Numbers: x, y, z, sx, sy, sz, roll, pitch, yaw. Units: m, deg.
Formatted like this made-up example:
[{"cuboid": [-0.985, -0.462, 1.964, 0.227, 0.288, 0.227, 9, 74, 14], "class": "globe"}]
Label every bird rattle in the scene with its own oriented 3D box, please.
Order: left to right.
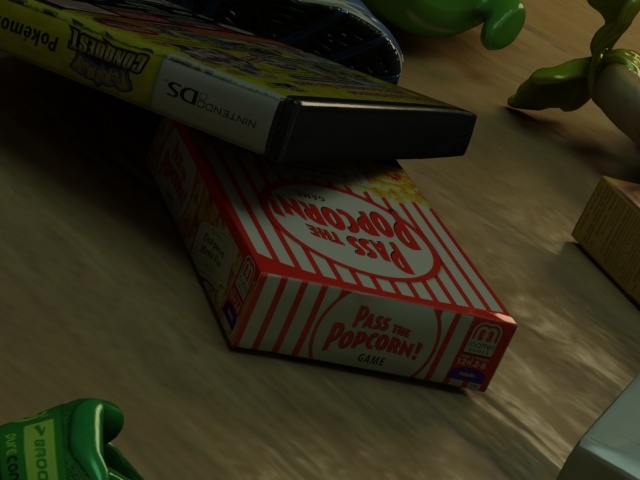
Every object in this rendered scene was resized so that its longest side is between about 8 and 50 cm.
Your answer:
[{"cuboid": [0.280, -0.093, 1.371, 0.254, 0.143, 0.207, 25, 23, -33], "class": "bird rattle"}]

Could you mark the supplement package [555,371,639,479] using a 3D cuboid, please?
[{"cuboid": [0.186, 0.132, 0.646, 0.194, 0.149, 0.203, 32, 35, 17], "class": "supplement package"}]

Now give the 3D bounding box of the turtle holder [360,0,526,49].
[{"cuboid": [0.080, -0.298, 1.441, 0.227, 0.243, 0.320, 19, 25, 36], "class": "turtle holder"}]

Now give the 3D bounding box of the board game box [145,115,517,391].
[{"cuboid": [0.000, 0.000, 0.939, 0.147, 0.045, 0.193, 12, 25, -26], "class": "board game box"}]

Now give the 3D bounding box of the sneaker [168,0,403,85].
[{"cuboid": [-0.033, -0.163, 1.248, 0.211, 0.080, 0.081, 37, 17, 5], "class": "sneaker"}]

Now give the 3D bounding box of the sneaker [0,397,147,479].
[{"cuboid": [-0.111, 0.092, 0.518, 0.296, 0.123, 0.109, 14, 25, -23], "class": "sneaker"}]

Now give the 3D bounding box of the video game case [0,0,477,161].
[{"cuboid": [-0.067, -0.102, 1.018, 0.248, 0.035, 0.275, 22, 11, 21], "class": "video game case"}]

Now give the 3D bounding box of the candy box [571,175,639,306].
[{"cuboid": [0.255, 0.032, 1.116, 0.109, 0.053, 0.186, 10, 27, -33], "class": "candy box"}]
